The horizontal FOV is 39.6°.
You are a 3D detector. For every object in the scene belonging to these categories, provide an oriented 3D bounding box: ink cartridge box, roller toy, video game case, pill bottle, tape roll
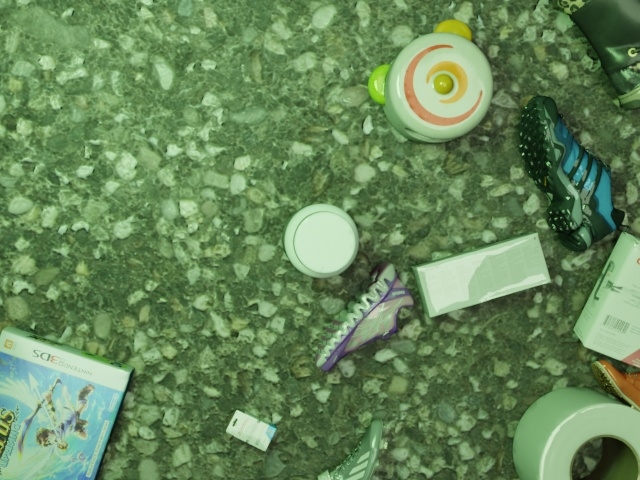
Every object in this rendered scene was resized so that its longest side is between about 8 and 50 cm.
[{"bbox_3d":[0.595,0.115,1.655,0.158,0.092,0.218,22,105,-4],"label":"ink cartridge box"},{"bbox_3d":[0.214,-0.276,1.615,0.209,0.146,0.191,-35,94,-3],"label":"roller toy"},{"bbox_3d":[-0.501,0.323,1.620,0.244,0.061,0.270,19,90,-3],"label":"video game case"},{"bbox_3d":[0.000,0.000,1.564,0.131,0.229,0.131,0,92,-4],"label":"pill bottle"},{"bbox_3d":[-0.130,0.352,1.662,0.083,0.028,0.048,27,89,-4],"label":"ink cartridge box"},{"bbox_3d":[0.495,0.405,1.636,0.246,0.169,0.246,0,91,-5],"label":"tape roll"}]

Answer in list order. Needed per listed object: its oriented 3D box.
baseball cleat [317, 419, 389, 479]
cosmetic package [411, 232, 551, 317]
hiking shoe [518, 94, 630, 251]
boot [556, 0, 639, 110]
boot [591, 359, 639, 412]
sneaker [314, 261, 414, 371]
[{"bbox_3d":[0.055,0.426,1.656,0.109,0.072,0.206,15,86,2],"label":"baseball cleat"},{"bbox_3d":[0.301,0.063,1.670,0.238,0.060,0.099,-15,94,-4],"label":"cosmetic package"},{"bbox_3d":[0.470,-0.136,1.667,0.132,0.113,0.304,-24,101,-14],"label":"hiking shoe"},{"bbox_3d":[0.639,-0.460,1.652,0.377,0.138,0.284,-40,93,3],"label":"boot"},{"bbox_3d":[0.588,0.269,1.700,0.158,0.059,0.085,44,85,-12],"label":"boot"},{"bbox_3d":[0.086,0.158,1.646,0.104,0.095,0.236,40,87,-11],"label":"sneaker"}]
